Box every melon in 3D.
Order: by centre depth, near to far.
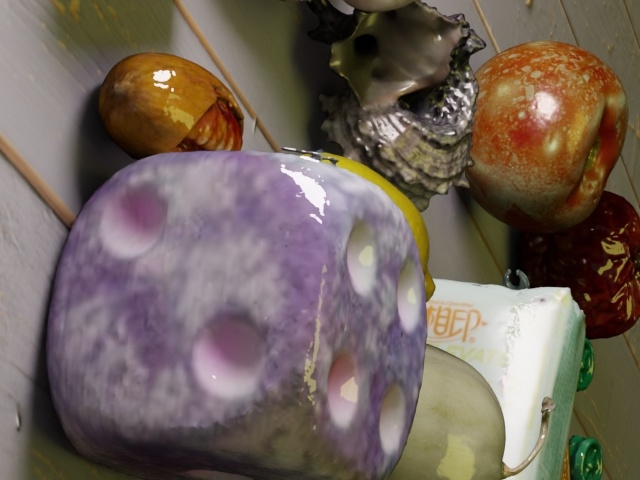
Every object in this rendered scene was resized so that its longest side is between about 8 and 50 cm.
[{"bbox_3d":[0.053,0.221,1.812,0.272,0.308,0.272,-55,157,-37],"label":"melon"}]

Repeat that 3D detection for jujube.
[{"bbox_3d":[0.412,0.035,2.741,0.213,0.213,0.232,-32,124,-62],"label":"jujube"}]

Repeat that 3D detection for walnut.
[{"bbox_3d":[-0.133,-0.114,1.618,0.207,0.116,0.116,21,72,-68],"label":"walnut"}]

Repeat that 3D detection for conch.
[{"bbox_3d":[0.080,-0.167,2.038,0.241,0.186,0.313,-49,136,-37],"label":"conch"}]

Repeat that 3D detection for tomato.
[{"bbox_3d":[0.297,-0.150,2.440,0.270,0.222,0.270,-40,143,-40],"label":"tomato"}]

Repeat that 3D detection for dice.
[{"bbox_3d":[-0.069,0.083,1.573,0.270,0.270,0.271,40,55,-60],"label":"dice"}]

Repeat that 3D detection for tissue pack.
[{"bbox_3d":[0.137,0.240,2.028,0.162,0.287,0.388,65,36,-56],"label":"tissue pack"}]

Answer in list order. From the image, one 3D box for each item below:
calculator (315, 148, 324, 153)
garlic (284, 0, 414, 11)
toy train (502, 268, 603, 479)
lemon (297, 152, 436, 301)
[{"bbox_3d":[0.000,0.000,2.003,0.121,0.039,0.210,-7,97,-67],"label":"calculator"},{"bbox_3d":[0.018,-0.375,1.799,0.340,0.231,0.246,72,33,-48],"label":"garlic"},{"bbox_3d":[0.267,0.259,2.461,0.249,0.178,0.429,-19,108,-54],"label":"toy train"},{"bbox_3d":[0.012,0.001,1.856,0.248,0.184,0.184,37,48,-15],"label":"lemon"}]
